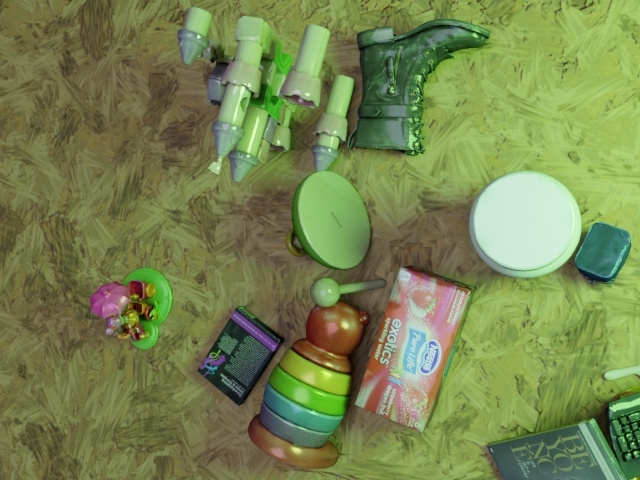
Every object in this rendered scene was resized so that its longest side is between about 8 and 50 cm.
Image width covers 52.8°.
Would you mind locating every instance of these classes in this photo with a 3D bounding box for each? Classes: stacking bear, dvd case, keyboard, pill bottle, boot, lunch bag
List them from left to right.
[{"bbox_3d":[-0.008,0.245,1.172,0.175,0.164,0.289,22,91,18],"label":"stacking bear"},{"bbox_3d":[0.175,-0.269,1.168,0.262,0.091,0.229,0,94,23],"label":"boot"},{"bbox_3d":[0.315,-0.022,0.998,0.160,0.283,0.161,-1,88,19],"label":"pill bottle"},{"bbox_3d":[0.387,0.387,1.038,0.221,0.018,0.165,-38,74,49],"label":"dvd case"},{"bbox_3d":[0.465,0.026,1.060,0.067,0.065,0.098,28,91,32],"label":"lunch bag"},{"bbox_3d":[0.602,0.297,0.973,0.317,0.033,0.202,-18,90,-1],"label":"keyboard"}]

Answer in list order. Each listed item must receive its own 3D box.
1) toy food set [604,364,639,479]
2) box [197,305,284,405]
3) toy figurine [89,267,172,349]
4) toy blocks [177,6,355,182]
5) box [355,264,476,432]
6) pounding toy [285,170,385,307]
[{"bbox_3d":[0.528,0.306,1.028,0.128,0.071,0.218,-8,85,18],"label":"toy food set"},{"bbox_3d":[-0.161,0.230,1.285,0.116,0.029,0.162,36,98,17],"label":"box"},{"bbox_3d":[-0.398,0.143,1.298,0.130,0.159,0.173,4,90,19],"label":"toy figurine"},{"bbox_3d":[-0.124,-0.224,1.149,0.308,0.288,0.260,14,88,15],"label":"toy blocks"},{"bbox_3d":[0.168,0.182,1.125,0.128,0.122,0.257,19,94,17],"label":"box"},{"bbox_3d":[0.000,0.000,1.184,0.110,0.183,0.237,-19,85,43],"label":"pounding toy"}]
